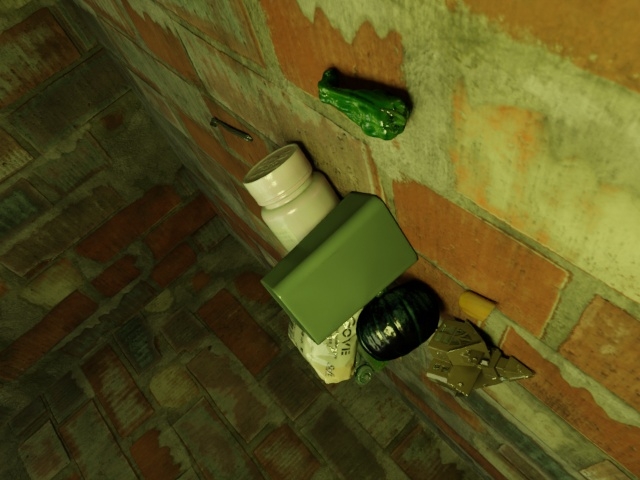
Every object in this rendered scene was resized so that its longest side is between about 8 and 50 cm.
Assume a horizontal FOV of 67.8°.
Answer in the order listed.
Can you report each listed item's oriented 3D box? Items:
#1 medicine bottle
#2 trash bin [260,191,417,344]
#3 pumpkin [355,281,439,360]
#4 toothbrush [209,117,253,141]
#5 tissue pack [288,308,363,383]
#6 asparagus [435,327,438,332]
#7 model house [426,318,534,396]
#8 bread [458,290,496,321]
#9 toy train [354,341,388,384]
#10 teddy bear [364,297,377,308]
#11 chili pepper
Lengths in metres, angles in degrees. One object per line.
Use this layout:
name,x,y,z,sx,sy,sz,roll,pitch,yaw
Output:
medicine bottle,-0.038,-0.069,1.361,0.378,0.213,0.214,55,165,-25
trash bin,0.044,0.070,1.220,0.223,0.343,0.158,53,168,-24
pumpkin,0.198,0.197,1.330,0.248,0.248,0.248,45,166,14
toothbrush,-0.329,-0.402,1.736,0.030,0.030,0.297,25,-175,-45
tissue pack,0.016,0.227,1.556,0.390,0.195,0.375,-139,51,-65
asparagus,0.426,0.337,1.473,0.233,0.023,0.022,43,121,21
model house,0.420,0.330,1.231,0.248,0.176,0.180,5,138,47
bread,0.364,0.158,1.092,0.062,0.049,0.103,56,166,-30
toy train,0.183,0.529,2.284,0.173,0.249,0.307,22,152,56
teddy bear,0.141,0.170,1.665,0.177,0.140,0.190,36,-168,-26
chili pepper,0.071,-0.238,0.836,0.257,0.074,0.100,37,163,42
